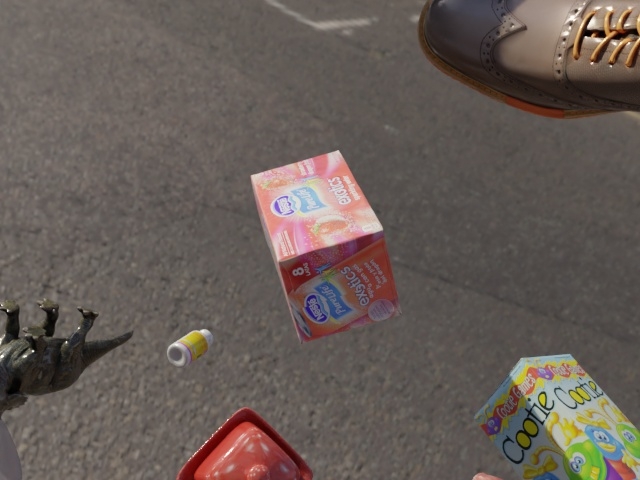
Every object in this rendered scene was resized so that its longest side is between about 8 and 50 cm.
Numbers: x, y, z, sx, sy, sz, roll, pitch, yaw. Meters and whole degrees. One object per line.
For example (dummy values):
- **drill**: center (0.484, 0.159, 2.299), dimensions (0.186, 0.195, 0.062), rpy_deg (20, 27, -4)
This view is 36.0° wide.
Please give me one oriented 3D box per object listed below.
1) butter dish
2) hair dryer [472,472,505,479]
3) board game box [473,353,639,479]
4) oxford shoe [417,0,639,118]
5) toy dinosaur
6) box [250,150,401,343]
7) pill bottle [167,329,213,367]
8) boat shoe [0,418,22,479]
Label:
- **butter dish**: center (-0.099, 0.344, 1.433), dimensions (0.160, 0.118, 0.160), rpy_deg (46, 69, -2)
- **hair dryer**: center (0.363, 0.514, 1.707), dimensions (0.080, 0.223, 0.293), rpy_deg (-38, 57, -8)
- **board game box**: center (0.397, 0.324, 1.525), dimensions (0.144, 0.142, 0.275), rpy_deg (2, 39, -43)
- **oxford shoe**: center (0.247, -0.161, 0.780), dimensions (0.364, 0.129, 0.133), rpy_deg (12, -1, 18)
- **toy dinosaur**: center (-0.415, 0.175, 1.464), dimensions (0.121, 0.160, 0.313), rpy_deg (28, 21, 20)
- **box**: center (0.000, 0.000, 1.444), dimensions (0.154, 0.142, 0.300), rpy_deg (-16, 28, -3)
- **pill bottle**: center (-0.211, 0.175, 1.621), dimensions (0.043, 0.043, 0.083), rpy_deg (30, 29, 17)
- **boat shoe**: center (-0.613, 0.273, 1.512), dimensions (0.340, 0.158, 0.127), rpy_deg (60, 3, -15)
